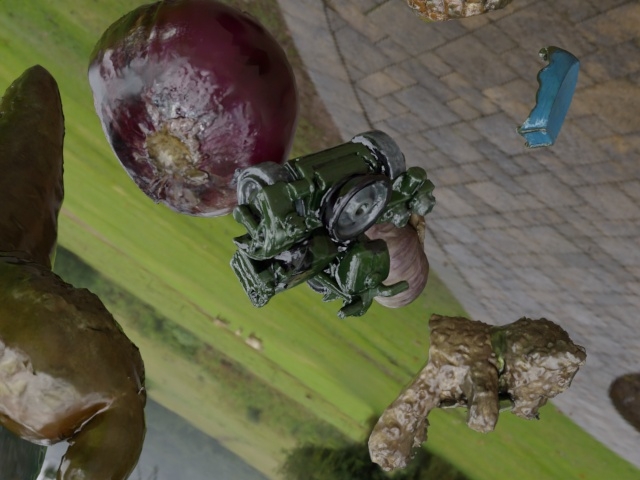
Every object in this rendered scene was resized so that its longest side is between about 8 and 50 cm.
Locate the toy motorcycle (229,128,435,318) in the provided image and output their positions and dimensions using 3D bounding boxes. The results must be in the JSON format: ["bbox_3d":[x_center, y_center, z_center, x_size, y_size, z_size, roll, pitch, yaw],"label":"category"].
[{"bbox_3d":[0.000,0.000,0.793,0.127,0.205,0.275,53,144,21],"label":"toy motorcycle"}]

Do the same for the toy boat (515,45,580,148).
[{"bbox_3d":[0.379,-0.248,1.366,0.077,0.185,0.075,15,168,37],"label":"toy boat"}]

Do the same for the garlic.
[{"bbox_3d":[0.103,-0.010,1.370,0.245,0.160,0.245,49,-173,-8],"label":"garlic"}]

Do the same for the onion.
[{"bbox_3d":[-0.158,-0.211,1.211,0.260,0.282,0.337,-21,114,21],"label":"onion"}]

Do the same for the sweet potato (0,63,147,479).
[{"bbox_3d":[-0.170,0.017,0.415,0.310,0.124,0.098,58,173,49],"label":"sweet potato"}]

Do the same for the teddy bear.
[{"bbox_3d":[0.232,0.231,1.206,0.222,0.296,0.246,26,-170,11],"label":"teddy bear"}]

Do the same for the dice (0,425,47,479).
[{"bbox_3d":[-0.532,0.177,0.952,0.330,0.348,0.328,-8,138,6],"label":"dice"}]

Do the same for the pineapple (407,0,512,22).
[{"bbox_3d":[0.153,-0.463,1.055,0.169,0.169,0.340,10,123,54],"label":"pineapple"}]
